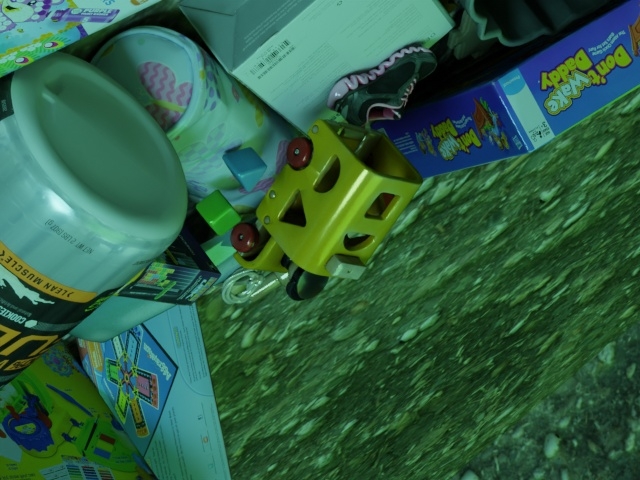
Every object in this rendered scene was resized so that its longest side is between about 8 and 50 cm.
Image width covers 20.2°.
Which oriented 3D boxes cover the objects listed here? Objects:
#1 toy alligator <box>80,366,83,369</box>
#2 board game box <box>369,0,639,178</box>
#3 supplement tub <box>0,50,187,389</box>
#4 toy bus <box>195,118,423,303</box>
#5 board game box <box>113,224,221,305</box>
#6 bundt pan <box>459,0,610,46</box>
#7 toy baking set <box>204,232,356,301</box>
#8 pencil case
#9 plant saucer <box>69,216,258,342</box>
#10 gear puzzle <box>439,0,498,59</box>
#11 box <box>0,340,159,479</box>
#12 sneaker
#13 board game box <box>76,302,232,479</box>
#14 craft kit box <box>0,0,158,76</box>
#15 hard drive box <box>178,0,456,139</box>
[{"bbox_3d":[-0.257,0.160,2.025,0.190,0.056,0.051,-38,116,-16],"label":"toy alligator"},{"bbox_3d":[0.218,-0.161,1.855,0.233,0.078,0.347,-31,-174,-16],"label":"board game box"},{"bbox_3d":[-0.274,0.009,1.453,0.316,0.193,0.193,-39,160,27],"label":"supplement tub"},{"bbox_3d":[0.003,-0.010,1.621,0.191,0.104,0.202,-29,144,-14],"label":"toy bus"},{"bbox_3d":[-0.182,-0.022,1.594,0.048,0.170,0.141,-45,158,16],"label":"board game box"},{"bbox_3d":[0.227,-0.339,1.635,0.331,0.124,0.331,-32,155,-17],"label":"bundt pan"},{"bbox_3d":[-0.027,0.008,1.963,0.256,0.030,0.197,-35,-168,3],"label":"toy baking set"},{"bbox_3d":[-0.113,-0.102,1.618,0.124,0.113,0.273,-29,160,10],"label":"pencil case"},{"bbox_3d":[-0.116,0.028,1.809,0.317,0.043,0.317,-27,180,0],"label":"plant saucer"},{"bbox_3d":[0.195,-0.272,1.852,0.339,0.044,0.175,-28,153,-23],"label":"gear puzzle"},{"bbox_3d":[-0.324,0.257,1.793,0.177,0.279,0.290,-46,157,20],"label":"box"},{"bbox_3d":[0.065,-0.136,1.658,0.119,0.057,0.047,-29,155,-23],"label":"sneaker"},{"bbox_3d":[-0.181,0.193,1.988,0.145,0.027,0.281,-23,113,-34],"label":"board game box"},{"bbox_3d":[-0.241,-0.189,1.229,0.246,0.061,0.250,-26,161,12],"label":"craft kit box"},{"bbox_3d":[0.003,-0.204,1.623,0.181,0.089,0.232,-39,158,6],"label":"hard drive box"}]
